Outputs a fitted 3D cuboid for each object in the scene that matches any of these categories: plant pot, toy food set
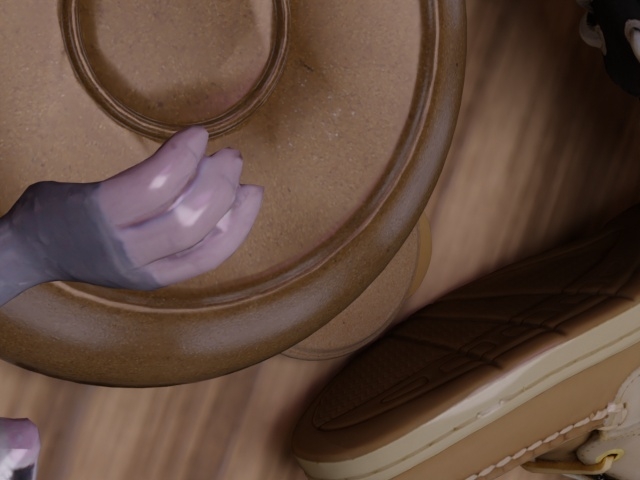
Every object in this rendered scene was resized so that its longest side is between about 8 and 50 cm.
[{"bbox_3d":[-0.049,-0.070,0.606,0.236,0.032,0.236,-1,91,-27],"label":"plant pot"},{"bbox_3d":[0.000,0.000,0.666,0.083,0.020,0.082,-43,115,-19],"label":"toy food set"}]

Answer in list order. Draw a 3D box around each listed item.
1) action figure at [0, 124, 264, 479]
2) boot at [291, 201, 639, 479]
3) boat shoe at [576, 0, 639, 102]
[{"bbox_3d":[-0.199,0.012,0.416,0.276,0.248,0.370,-46,114,-17],"label":"action figure"},{"bbox_3d":[0.124,0.099,0.710,0.262,0.095,0.203,-25,107,-32],"label":"boot"},{"bbox_3d":[0.140,-0.072,0.652,0.114,0.091,0.302,-23,69,-48],"label":"boat shoe"}]
